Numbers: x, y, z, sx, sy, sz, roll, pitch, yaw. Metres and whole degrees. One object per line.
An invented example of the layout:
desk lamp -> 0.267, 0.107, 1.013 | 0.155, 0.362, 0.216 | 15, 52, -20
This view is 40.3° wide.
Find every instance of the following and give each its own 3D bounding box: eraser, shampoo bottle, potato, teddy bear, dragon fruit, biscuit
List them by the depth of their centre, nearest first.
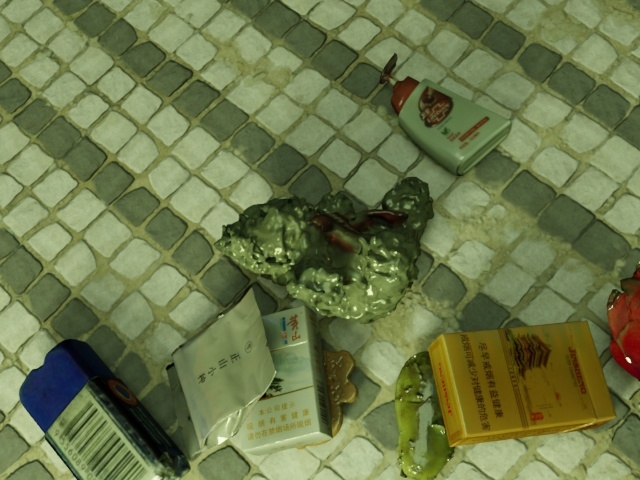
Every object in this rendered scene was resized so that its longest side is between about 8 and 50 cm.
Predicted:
dragon fruit -> 0.563, 0.145, 1.428 | 0.192, 0.274, 0.193 | 26, 98, -22
potato -> 0.181, 0.295, 1.471 | 0.117, 0.090, 0.226 | 4, 67, 10
eraser -> -0.380, 0.334, 1.513 | 0.332, 0.101, 0.155 | 43, 94, 24
teddy bear -> 0.000, 0.000, 1.530 | 0.367, 0.225, 0.357 | 15, 27, 8
biscuit -> 0.001, 0.275, 1.536 | 0.133, 0.027, 0.184 | -3, 66, 13
shampoo bottle -> 0.218, -0.259, 1.710 | 0.153, 0.071, 0.284 | -42, 70, -12

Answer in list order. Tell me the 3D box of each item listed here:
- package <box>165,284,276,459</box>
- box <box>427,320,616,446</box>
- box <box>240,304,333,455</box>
package -> -0.168, 0.227, 1.508 | 0.251, 0.062, 0.204 | -44, 46, 23
box -> 0.331, 0.234, 1.440 | 0.273, 0.076, 0.174 | -3, 67, -15
box -> -0.068, 0.242, 1.518 | 0.149, 0.067, 0.233 | -16, 62, 16
